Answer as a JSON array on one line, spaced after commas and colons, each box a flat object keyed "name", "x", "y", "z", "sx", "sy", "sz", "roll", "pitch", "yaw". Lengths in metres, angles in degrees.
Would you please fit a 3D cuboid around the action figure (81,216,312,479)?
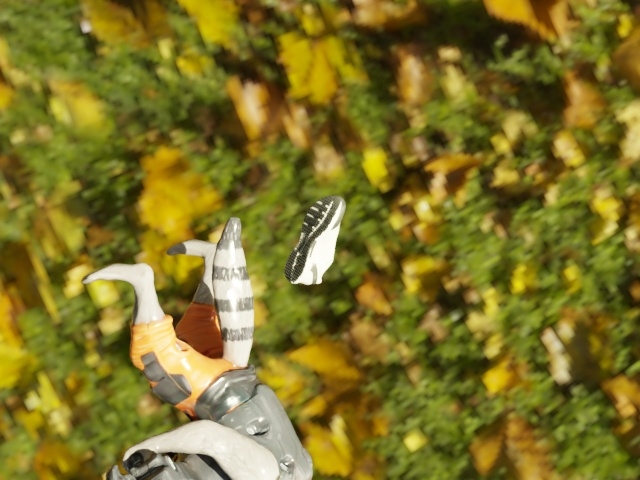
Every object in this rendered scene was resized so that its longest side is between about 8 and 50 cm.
[{"name": "action figure", "x": -0.100, "y": 0.162, "z": 1.647, "sx": 0.178, "sy": 0.341, "sz": 0.330, "roll": -23, "pitch": 89, "yaw": 9}]

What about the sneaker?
[{"name": "sneaker", "x": 0.000, "y": 0.000, "z": 1.963, "sx": 0.040, "sy": 0.043, "sz": 0.109, "roll": 39, "pitch": 105, "yaw": 45}]
